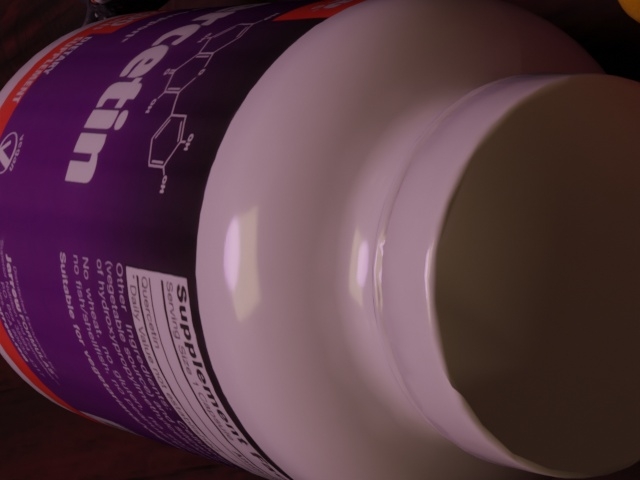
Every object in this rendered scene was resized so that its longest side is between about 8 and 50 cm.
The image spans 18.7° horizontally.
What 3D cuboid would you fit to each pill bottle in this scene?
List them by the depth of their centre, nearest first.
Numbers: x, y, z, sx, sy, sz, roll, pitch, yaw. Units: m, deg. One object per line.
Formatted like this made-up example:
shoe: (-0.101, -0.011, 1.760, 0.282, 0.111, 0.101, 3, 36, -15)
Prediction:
pill bottle: (0.000, 0.000, 0.723, 0.323, 0.181, 0.181, 6, 103, 58)

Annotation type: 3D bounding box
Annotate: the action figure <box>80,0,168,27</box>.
action figure: (-0.078, -0.189, 0.828, 0.141, 0.164, 0.276, -59, -16, -67)

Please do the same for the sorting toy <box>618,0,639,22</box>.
sorting toy: (0.194, -0.013, 0.451, 0.365, 0.126, 0.127, 46, 135, 45)
